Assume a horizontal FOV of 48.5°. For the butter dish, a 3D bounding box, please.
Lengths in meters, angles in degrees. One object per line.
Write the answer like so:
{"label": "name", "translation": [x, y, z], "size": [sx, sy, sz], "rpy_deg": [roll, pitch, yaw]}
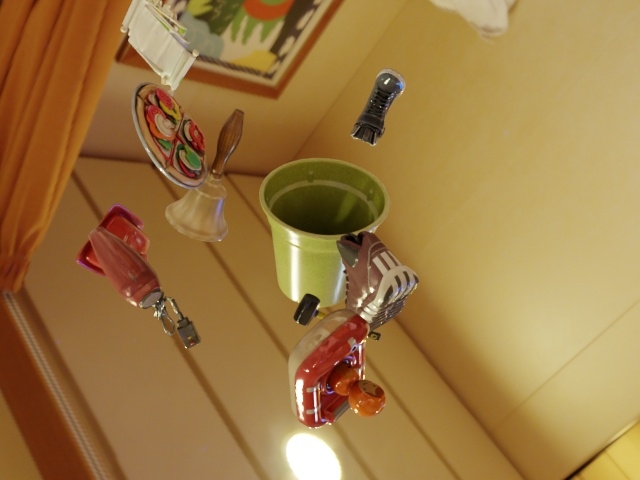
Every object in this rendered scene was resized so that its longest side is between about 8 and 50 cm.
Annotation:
{"label": "butter dish", "translation": [-0.440, 0.022, 1.601], "size": [0.118, 0.160, 0.160], "rpy_deg": [31, 171, 18]}

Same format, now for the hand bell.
{"label": "hand bell", "translation": [-0.188, -0.131, 1.309], "size": [0.126, 0.242, 0.126], "rpy_deg": [21, -153, -12]}

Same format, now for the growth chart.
{"label": "growth chart", "translation": [-0.395, -0.498, 1.743], "size": [0.237, 0.172, 0.021], "rpy_deg": [52, -147, 4]}

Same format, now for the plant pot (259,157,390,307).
{"label": "plant pot", "translation": [0.000, 0.000, 1.570], "size": [0.275, 0.254, 0.276], "rpy_deg": [3, -140, -3]}

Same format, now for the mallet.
{"label": "mallet", "translation": [0.041, 0.159, 1.460], "size": [0.189, 0.062, 0.039], "rpy_deg": [15, -163, -13]}

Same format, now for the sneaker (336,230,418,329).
{"label": "sneaker", "translation": [0.081, 0.071, 1.321], "size": [0.106, 0.281, 0.163], "rpy_deg": [-24, -109, -26]}

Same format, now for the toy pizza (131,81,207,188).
{"label": "toy pizza", "translation": [-0.251, -0.185, 1.230], "size": [0.201, 0.032, 0.201], "rpy_deg": [53, -157, -35]}

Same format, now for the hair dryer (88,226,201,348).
{"label": "hair dryer", "translation": [-0.367, 0.099, 1.423], "size": [0.223, 0.080, 0.294], "rpy_deg": [7, 132, 60]}

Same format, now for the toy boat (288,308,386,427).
{"label": "toy boat", "translation": [0.041, 0.225, 1.142], "size": [0.151, 0.231, 0.151], "rpy_deg": [32, -127, 30]}

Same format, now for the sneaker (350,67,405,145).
{"label": "sneaker", "translation": [0.155, -0.353, 1.939], "size": [0.086, 0.226, 0.163], "rpy_deg": [25, -111, 0]}
